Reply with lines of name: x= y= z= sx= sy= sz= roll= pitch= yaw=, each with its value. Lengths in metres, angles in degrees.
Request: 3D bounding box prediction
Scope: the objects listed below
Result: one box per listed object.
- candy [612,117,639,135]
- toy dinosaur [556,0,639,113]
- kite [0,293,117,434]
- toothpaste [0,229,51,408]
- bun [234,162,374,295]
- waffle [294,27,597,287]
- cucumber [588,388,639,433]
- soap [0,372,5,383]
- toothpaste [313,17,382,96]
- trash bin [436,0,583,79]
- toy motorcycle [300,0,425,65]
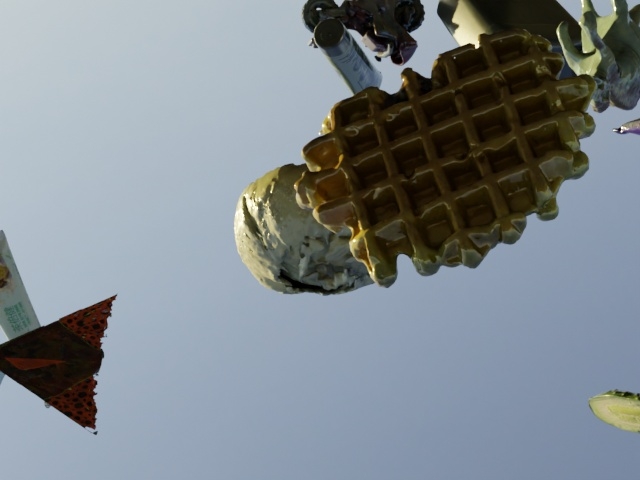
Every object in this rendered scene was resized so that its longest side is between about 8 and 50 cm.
candy: x=0.578 y=-0.177 z=2.103 sx=0.145 sy=0.070 sz=0.275 roll=-4 pitch=-175 yaw=-24
toy dinosaur: x=0.359 y=-0.259 z=1.689 sx=0.092 sy=0.206 sz=0.393 roll=-22 pitch=177 yaw=28
kite: x=-0.263 y=0.111 z=1.313 sx=0.125 sy=0.008 sz=0.222 roll=5 pitch=-148 yaw=-5
toothpaste: x=-0.472 y=0.129 z=2.175 sx=0.056 sy=0.314 sz=0.058 roll=-5 pitch=-147 yaw=24
bun: x=0.000 y=0.000 z=2.037 sx=0.259 sy=0.259 sz=0.152 roll=-9 pitch=-121 yaw=1
waffle: x=0.118 y=-0.093 z=1.347 sx=0.283 sy=0.065 sz=0.309 roll=21 pitch=-114 yaw=32
cucumber: x=0.408 y=0.221 z=1.846 sx=0.107 sy=0.067 sz=0.035 roll=3 pitch=-137 yaw=52
soap: x=-0.535 y=0.142 z=1.721 sx=0.265 sy=0.160 sz=0.087 roll=33 pitch=-151 yaw=7
toothpaste: x=0.039 y=-0.207 z=1.644 sx=0.039 sy=0.062 sz=0.239 roll=16 pitch=173 yaw=17
trash bin: x=0.292 y=-0.310 z=2.064 sx=0.176 sy=0.101 sz=0.236 roll=-4 pitch=-141 yaw=-20
toy motorcycle: x=0.073 y=-0.344 z=2.272 sx=0.213 sy=0.122 sz=0.082 roll=-4 pitch=168 yaw=-16
